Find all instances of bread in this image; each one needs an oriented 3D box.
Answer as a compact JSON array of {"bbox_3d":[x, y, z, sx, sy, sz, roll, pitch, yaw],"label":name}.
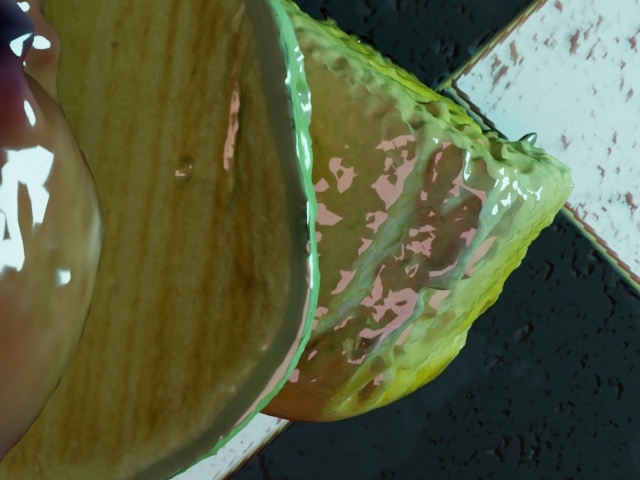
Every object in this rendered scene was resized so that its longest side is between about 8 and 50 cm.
[{"bbox_3d":[-0.137,-0.021,0.916,0.301,0.045,0.301,0,92,14],"label":"bread"},{"bbox_3d":[0.000,0.000,0.993,0.262,0.162,0.204,26,109,-30],"label":"bread"}]

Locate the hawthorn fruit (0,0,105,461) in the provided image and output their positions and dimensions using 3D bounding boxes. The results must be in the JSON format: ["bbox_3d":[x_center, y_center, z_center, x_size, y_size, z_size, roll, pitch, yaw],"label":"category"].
[{"bbox_3d":[-0.312,-0.058,0.721,0.471,0.472,0.472,-8,122,-13],"label":"hawthorn fruit"}]
